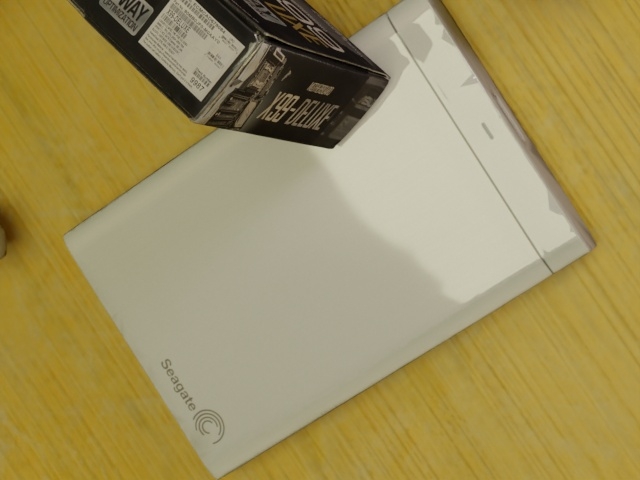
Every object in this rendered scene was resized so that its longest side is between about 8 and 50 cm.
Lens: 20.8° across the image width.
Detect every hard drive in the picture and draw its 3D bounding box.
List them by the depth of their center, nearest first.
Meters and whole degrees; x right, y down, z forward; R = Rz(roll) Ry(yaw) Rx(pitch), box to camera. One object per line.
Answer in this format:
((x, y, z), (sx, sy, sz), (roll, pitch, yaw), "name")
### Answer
((0.000, 0.000, 1.344), (0.353, 0.047, 0.233), (-33, 88, 18), "hard drive")

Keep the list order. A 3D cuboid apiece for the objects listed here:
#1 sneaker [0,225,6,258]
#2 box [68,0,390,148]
((-0.387, -0.077, 1.414), (0.293, 0.108, 0.169), (12, 104, 16), "sneaker")
((-0.116, -0.193, 1.223), (0.307, 0.242, 0.076), (43, 104, 17), "box")
